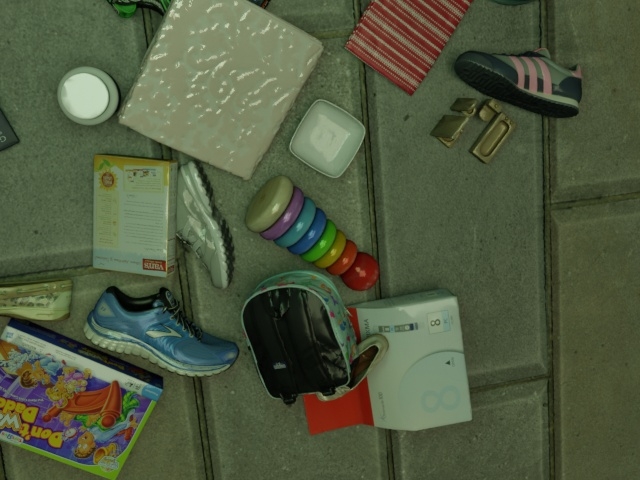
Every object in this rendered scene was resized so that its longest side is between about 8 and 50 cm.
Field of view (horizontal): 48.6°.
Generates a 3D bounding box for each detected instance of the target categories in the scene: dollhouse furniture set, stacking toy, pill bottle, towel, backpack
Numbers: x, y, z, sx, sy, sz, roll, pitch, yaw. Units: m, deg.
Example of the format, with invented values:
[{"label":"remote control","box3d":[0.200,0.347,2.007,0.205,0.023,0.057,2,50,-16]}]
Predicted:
[{"label":"dollhouse furniture set","box3d":[0.364,-0.246,1.587,0.151,0.123,0.144,36,92,-17]},{"label":"stacking toy","box3d":[0.000,0.000,1.559,0.330,0.141,0.141,36,92,-24]},{"label":"pill bottle","box3d":[-0.443,-0.277,1.357,0.112,0.186,0.112,-3,102,-13]},{"label":"towel","box3d":[-0.198,-0.316,1.416,0.317,0.053,0.332,22,110,-30]},{"label":"towel","box3d":[0.198,-0.485,1.549,0.199,0.031,0.275,31,95,-19]},{"label":"backpack","box3d":[-0.044,0.190,1.525,0.225,0.191,0.253,-15,109,21]}]

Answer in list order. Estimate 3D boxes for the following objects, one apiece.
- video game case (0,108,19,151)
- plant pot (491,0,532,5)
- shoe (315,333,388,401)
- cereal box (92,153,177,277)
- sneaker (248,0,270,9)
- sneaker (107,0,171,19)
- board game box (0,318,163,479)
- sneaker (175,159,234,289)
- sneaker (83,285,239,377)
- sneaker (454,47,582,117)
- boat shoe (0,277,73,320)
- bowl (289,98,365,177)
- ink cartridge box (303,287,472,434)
[{"label":"video game case","box3d":[-0.722,-0.261,1.321,0.196,0.026,0.274,-30,125,-17]},{"label":"plant pot","box3d":[0.454,-0.658,1.487,0.293,0.196,0.293,-3,102,-13]},{"label":"shoe","box3d":[0.064,0.292,1.603,0.076,0.058,0.219,44,107,-2]},{"label":"cereal box","box3d":[-0.382,-0.052,1.456,0.173,0.047,0.240,7,102,14]},{"label":"sneaker","box3d":[-0.169,-0.467,1.449,0.087,0.083,0.221,29,91,-1]},{"label":"sneaker","box3d":[-0.391,-0.516,1.349,0.343,0.134,0.146,25,95,-17]},{"label":"board game box","box3d":[-0.546,0.339,1.515,0.347,0.078,0.233,27,94,-17]},{"label":"sneaker","box3d":[-0.264,-0.024,1.512,0.115,0.105,0.281,-18,98,6]},{"label":"sneaker","box3d":[-0.324,0.187,1.511,0.330,0.130,0.147,20,98,-16]},{"label":"sneaker","box3d":[0.450,-0.384,1.603,0.319,0.112,0.131,17,80,-19]},{"label":"boat shoe","box3d":[-0.653,0.104,1.437,0.285,0.104,0.089,8,95,-25]},{"label":"bowl","box3d":[0.012,-0.223,1.546,0.142,0.053,0.142,30,93,-16]},{"label":"ink cartridge box","box3d":[0.143,0.296,1.645,0.385,0.091,0.308,-10,103,-5]}]
